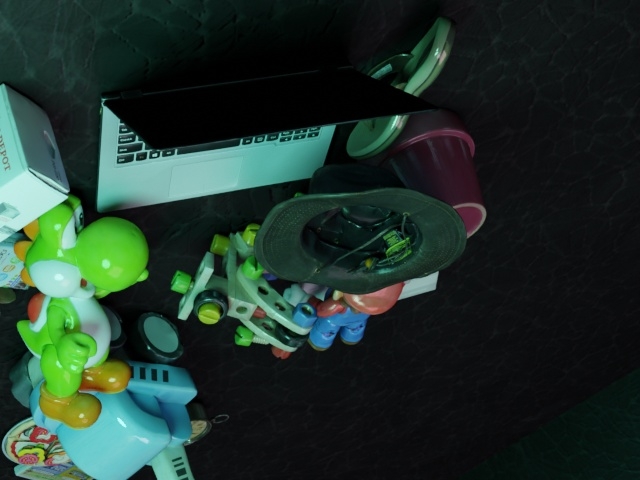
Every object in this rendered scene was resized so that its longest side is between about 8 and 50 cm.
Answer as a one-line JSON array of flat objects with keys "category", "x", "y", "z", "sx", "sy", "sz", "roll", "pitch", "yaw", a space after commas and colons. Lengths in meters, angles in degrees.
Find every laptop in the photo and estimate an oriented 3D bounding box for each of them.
[{"category": "laptop", "x": -0.099, "y": -0.110, "z": 1.534, "sx": 0.382, "sy": 0.236, "sz": 0.408, "roll": -10, "pitch": 148, "yaw": -21}]

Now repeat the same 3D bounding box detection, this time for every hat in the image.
[{"category": "hat", "x": 0.059, "y": -0.042, "z": 1.680, "sx": 0.331, "sy": 0.133, "sz": 0.331, "roll": -3, "pitch": 150, "yaw": -2}]

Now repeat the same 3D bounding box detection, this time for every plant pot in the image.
[{"category": "plant pot", "x": 0.183, "y": -0.091, "z": 1.820, "sx": 0.201, "sy": 0.180, "sz": 0.201, "roll": -17, "pitch": 149, "yaw": -10}]

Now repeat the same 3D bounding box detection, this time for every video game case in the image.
[{"category": "video game case", "x": -0.534, "y": 0.484, "z": 2.393, "sx": 0.193, "sy": 0.023, "sz": 0.212, "roll": -30, "pitch": 150, "yaw": 11}]

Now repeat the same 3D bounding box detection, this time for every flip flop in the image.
[{"category": "flip flop", "x": 0.108, "y": -0.234, "z": 1.630, "sx": 0.080, "sy": 0.112, "sz": 0.277, "roll": 21, "pitch": 136, "yaw": -17}]

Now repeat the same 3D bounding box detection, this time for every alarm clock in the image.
[{"category": "alarm clock", "x": -0.292, "y": 0.402, "z": 2.391, "sx": 0.192, "sy": 0.064, "sz": 0.129, "roll": -2, "pitch": 144, "yaw": -29}]

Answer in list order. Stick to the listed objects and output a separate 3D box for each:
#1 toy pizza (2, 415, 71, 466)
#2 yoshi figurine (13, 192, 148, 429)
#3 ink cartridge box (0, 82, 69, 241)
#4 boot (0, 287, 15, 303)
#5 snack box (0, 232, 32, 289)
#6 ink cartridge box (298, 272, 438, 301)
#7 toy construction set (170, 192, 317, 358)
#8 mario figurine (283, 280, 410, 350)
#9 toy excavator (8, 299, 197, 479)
[{"category": "toy pizza", "x": -0.552, "y": 0.417, "z": 2.235, "sx": 0.201, "sy": 0.032, "sz": 0.201, "roll": -13, "pitch": 141, "yaw": -11}, {"category": "yoshi figurine", "x": -0.343, "y": 0.104, "z": 1.659, "sx": 0.203, "sy": 0.203, "sz": 0.362, "roll": -14, "pitch": 122, "yaw": -27}, {"category": "ink cartridge box", "x": -0.452, "y": -0.077, "z": 1.416, "sx": 0.218, "sy": 0.158, "sz": 0.092, "roll": -31, "pitch": 149, "yaw": 11}, {"category": "boot", "x": -0.560, "y": 0.090, "z": 1.734, "sx": 0.087, "sy": 0.042, "sz": 0.118, "roll": -27, "pitch": 150, "yaw": 18}, {"category": "snack box", "x": -0.494, "y": 0.029, "z": 1.677, "sx": 0.141, "sy": 0.037, "sz": 0.100, "roll": 11, "pitch": 134, "yaw": -46}, {"category": "ink cartridge box", "x": 0.095, "y": 0.039, "z": 2.079, "sx": 0.296, "sy": 0.066, "sz": 0.261, "roll": -15, "pitch": 148, "yaw": -14}, {"category": "toy construction set", "x": -0.154, "y": 0.075, "z": 1.864, "sx": 0.237, "sy": 0.257, "sz": 0.309, "roll": 11, "pitch": 155, "yaw": -21}, {"category": "mario figurine", "x": 0.058, "y": 0.076, "z": 1.972, "sx": 0.198, "sy": 0.170, "sz": 0.320, "roll": -46, "pitch": 173, "yaw": -31}, {"category": "toy excavator", "x": -0.302, "y": 0.369, "z": 1.947, "sx": 0.222, "sy": 0.445, "sz": 0.433, "roll": -39, "pitch": 147, "yaw": 25}]
